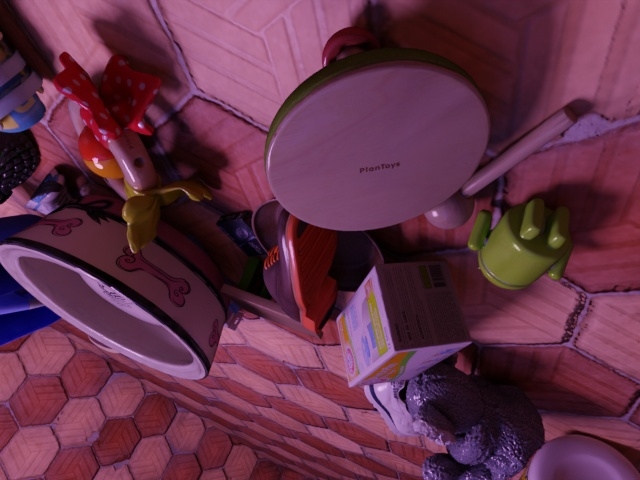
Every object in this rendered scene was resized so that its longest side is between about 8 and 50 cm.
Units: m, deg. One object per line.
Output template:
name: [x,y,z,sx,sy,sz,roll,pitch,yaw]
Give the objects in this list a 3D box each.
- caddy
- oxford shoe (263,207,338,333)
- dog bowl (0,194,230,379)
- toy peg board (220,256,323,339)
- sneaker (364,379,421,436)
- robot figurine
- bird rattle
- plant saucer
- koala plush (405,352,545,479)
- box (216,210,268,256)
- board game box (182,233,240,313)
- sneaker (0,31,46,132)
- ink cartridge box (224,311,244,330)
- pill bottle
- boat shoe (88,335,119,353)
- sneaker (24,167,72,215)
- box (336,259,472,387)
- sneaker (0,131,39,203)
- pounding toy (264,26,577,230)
caddy: [-0.633,0.086,0.961,0.179,0.341,0.242,28,109,11]
oxford shoe: [-0.039,0.038,0.597,0.098,0.097,0.271,23,148,17]
dog bowl: [-0.347,0.086,0.831,0.407,0.150,0.408,20,147,14]
toy peg board: [-0.068,0.100,0.810,0.161,0.079,0.161,18,163,14]
sneaker: [0.186,0.352,0.964,0.094,0.090,0.235,-15,131,35]
robot figurine: [0.205,0.008,0.466,0.101,0.067,0.115,18,148,5]
bird rattle: [-0.268,-0.116,0.589,0.206,0.143,0.254,22,149,39]
plant saucer: [0.000,0.000,0.635,0.198,0.036,0.199,19,148,12]
koala plush: [0.222,0.270,0.737,0.203,0.196,0.221,-25,122,38]
box: [-0.115,-0.009,0.722,0.067,0.018,0.083,-6,135,42]
board game box: [-0.268,0.063,0.918,0.160,0.039,0.212,7,143,29]
sneaker: [-0.396,-0.232,0.513,0.318,0.127,0.208,-1,138,52]
ink cartridge box: [-0.216,0.160,1.010,0.083,0.048,0.028,24,149,4]
pill bottle: [0.481,0.519,0.885,0.187,0.188,0.334,12,145,22]
boat shoe: [-0.567,0.266,1.364,0.341,0.123,0.123,8,135,22]
sneaker: [-0.497,-0.079,0.866,0.083,0.072,0.190,37,156,-28]
box: [0.102,0.123,0.633,0.103,0.114,0.203,-3,153,-15]
sneaker: [-0.632,-0.135,0.815,0.343,0.134,0.146,-17,114,39]
pounding toy: [0.064,-0.102,0.406,0.236,0.110,0.183,6,143,-23]
